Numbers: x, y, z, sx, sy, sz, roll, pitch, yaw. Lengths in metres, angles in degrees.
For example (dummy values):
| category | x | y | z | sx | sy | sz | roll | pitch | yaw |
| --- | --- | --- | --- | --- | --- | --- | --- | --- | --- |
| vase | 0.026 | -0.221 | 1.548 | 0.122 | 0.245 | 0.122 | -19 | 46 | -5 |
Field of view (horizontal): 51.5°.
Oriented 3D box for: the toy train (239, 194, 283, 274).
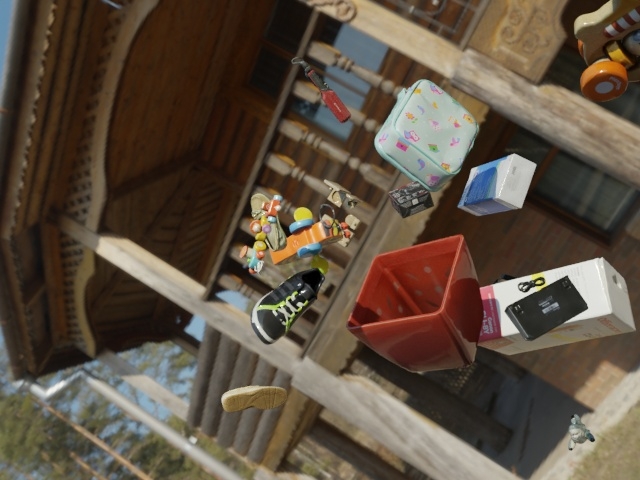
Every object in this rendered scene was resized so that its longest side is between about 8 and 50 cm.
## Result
| category | x | y | z | sx | sy | sz | roll | pitch | yaw |
| --- | --- | --- | --- | --- | --- | --- | --- | --- | --- |
| toy train | -0.127 | -0.013 | 1.374 | 0.125 | 0.046 | 0.166 | 159 | 127 | -76 |

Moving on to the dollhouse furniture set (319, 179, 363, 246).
| category | x | y | z | sx | sy | sz | roll | pitch | yaw |
| --- | --- | --- | --- | --- | --- | --- | --- | --- | --- |
| dollhouse furniture set | 0.049 | -0.081 | 2.050 | 0.151 | 0.144 | 0.123 | -57 | -17 | 9 |

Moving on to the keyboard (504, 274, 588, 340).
| category | x | y | z | sx | sy | sz | roll | pitch | yaw |
| --- | --- | --- | --- | --- | --- | --- | --- | --- | --- |
| keyboard | 0.436 | 0.121 | 1.302 | 0.180 | 0.108 | 0.023 | -20 | -19 | -29 |

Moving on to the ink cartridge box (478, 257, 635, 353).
| category | x | y | z | sx | sy | sz | roll | pitch | yaw |
| --- | --- | --- | --- | --- | --- | --- | --- | --- | --- |
| ink cartridge box | 0.648 | 0.199 | 1.878 | 0.279 | 0.385 | 0.160 | 24 | -126 | -49 |

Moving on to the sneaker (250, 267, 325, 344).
| category | x | y | z | sx | sy | sz | roll | pitch | yaw |
| --- | --- | --- | --- | --- | --- | --- | --- | --- | --- |
| sneaker | -0.061 | 0.120 | 1.378 | 0.097 | 0.084 | 0.234 | -35 | 11 | 36 |

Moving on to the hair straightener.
| category | x | y | z | sx | sy | sz | roll | pitch | yaw |
| --- | --- | --- | --- | --- | --- | --- | --- | --- | --- |
| hair straightener | -0.002 | -0.435 | 1.901 | 0.047 | 0.230 | 0.089 | -43 | 22 | 9 |

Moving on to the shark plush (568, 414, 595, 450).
| category | x | y | z | sx | sy | sz | roll | pitch | yaw |
| --- | --- | --- | --- | --- | --- | --- | --- | --- | --- |
| shark plush | 0.711 | 0.508 | 1.821 | 0.073 | 0.067 | 0.161 | -33 | -6 | 34 |

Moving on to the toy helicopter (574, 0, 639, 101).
| category | x | y | z | sx | sy | sz | roll | pitch | yaw |
| --- | --- | --- | --- | --- | --- | --- | --- | --- | --- |
| toy helicopter | 0.567 | -0.415 | 1.167 | 0.355 | 0.235 | 0.140 | 52 | -140 | -49 |

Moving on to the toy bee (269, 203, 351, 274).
| category | x | y | z | sx | sy | sz | roll | pitch | yaw |
| --- | --- | --- | --- | --- | --- | --- | --- | --- | --- |
| toy bee | 0.000 | 0.000 | 1.861 | 0.162 | 0.298 | 0.195 | -3 | -90 | -41 |

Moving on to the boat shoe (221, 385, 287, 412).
| category | x | y | z | sx | sy | sz | roll | pitch | yaw |
| --- | --- | --- | --- | --- | --- | --- | --- | --- | --- |
| boat shoe | -0.170 | 0.395 | 1.691 | 0.059 | 0.170 | 0.062 | -154 | 66 | -67 |

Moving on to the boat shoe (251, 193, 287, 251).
| category | x | y | z | sx | sy | sz | roll | pitch | yaw |
| --- | --- | --- | --- | --- | --- | --- | --- | --- | --- |
| boat shoe | -0.131 | -0.044 | 1.620 | 0.056 | 0.152 | 0.048 | -23 | -4 | 23 |

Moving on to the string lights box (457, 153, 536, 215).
| category | x | y | z | sx | sy | sz | roll | pitch | yaw |
| --- | --- | --- | --- | --- | --- | --- | --- | --- | --- |
| string lights box | 0.495 | -0.153 | 1.891 | 0.260 | 0.077 | 0.133 | 169 | 124 | -77 |

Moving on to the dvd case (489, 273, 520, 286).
| category | x | y | z | sx | sy | sz | roll | pitch | yaw |
| --- | --- | --- | --- | --- | --- | --- | --- | --- | --- |
| dvd case | 0.715 | 0.174 | 2.382 | 0.253 | 0.181 | 0.022 | 74 | -147 | -76 |

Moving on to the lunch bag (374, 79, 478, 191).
| category | x | y | z | sx | sy | sz | roll | pitch | yaw |
| --- | --- | --- | --- | --- | --- | --- | --- | --- | --- |
| lunch bag | 0.264 | -0.267 | 1.654 | 0.108 | 0.224 | 0.279 | -51 | 5 | 47 |

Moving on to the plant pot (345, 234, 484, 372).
| category | x | y | z | sx | sy | sz | roll | pitch | yaw |
| --- | --- | --- | --- | --- | --- | --- | --- | --- | --- |
| plant pot | 0.267 | 0.181 | 1.660 | 0.267 | 0.235 | 0.267 | -16 | 33 | 37 |

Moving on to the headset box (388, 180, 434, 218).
| category | x | y | z | sx | sy | sz | roll | pitch | yaw |
| --- | --- | --- | --- | --- | --- | --- | --- | --- | --- |
| headset box | 0.163 | -0.077 | 1.216 | 0.062 | 0.032 | 0.083 | -22 | 22 | -2 |
